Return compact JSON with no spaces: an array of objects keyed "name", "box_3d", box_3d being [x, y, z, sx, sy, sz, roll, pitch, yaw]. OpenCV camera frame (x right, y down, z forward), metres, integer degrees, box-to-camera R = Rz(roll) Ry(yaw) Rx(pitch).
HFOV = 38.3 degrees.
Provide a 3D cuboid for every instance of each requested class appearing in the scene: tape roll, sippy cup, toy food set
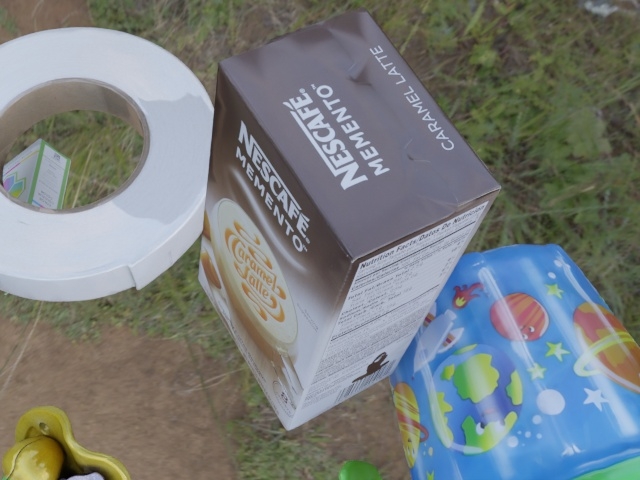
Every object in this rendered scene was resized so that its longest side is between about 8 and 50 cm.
[{"name":"tape roll","box_3d":[-0.321,-0.107,1.195,0.392,0.072,0.392,1,62,-2]},{"name":"sippy cup","box_3d":[0.156,0.133,0.694,0.305,0.240,0.224,-18,60,-4]},{"name":"toy food set","box_3d":[-0.210,0.246,0.762,0.071,0.128,0.218,-41,124,-50]}]

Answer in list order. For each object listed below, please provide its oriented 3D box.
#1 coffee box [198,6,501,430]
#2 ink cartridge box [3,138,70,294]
[{"name":"coffee box","box_3d":[0.000,0.000,0.576,0.098,0.246,0.141,-25,66,-23]},{"name":"ink cartridge box","box_3d":[-0.428,-0.037,1.322,0.062,0.109,0.209,38,32,-37]}]
